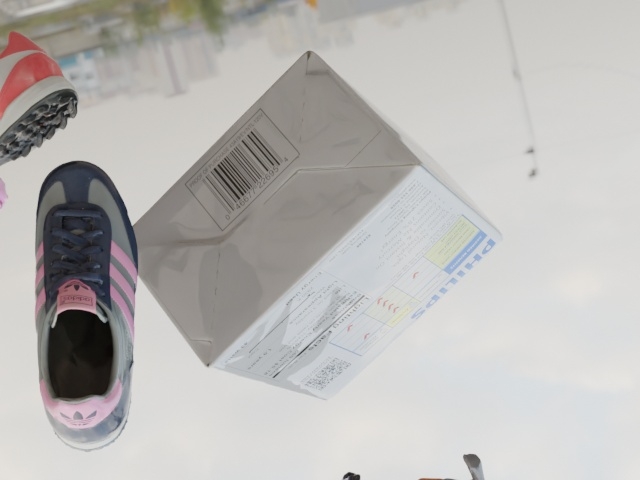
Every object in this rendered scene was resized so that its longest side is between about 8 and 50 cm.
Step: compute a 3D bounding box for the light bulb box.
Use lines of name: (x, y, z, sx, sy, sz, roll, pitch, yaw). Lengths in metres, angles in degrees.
light bulb box: (0.000, 0.000, 1.607, 0.358, 0.225, 0.361, -43, 154, 8)

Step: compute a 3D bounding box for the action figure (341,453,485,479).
action figure: (0.093, 0.486, 1.787, 0.330, 0.178, 0.341, -40, -159, 45)

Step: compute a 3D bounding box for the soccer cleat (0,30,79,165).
soccer cleat: (-0.433, -0.111, 1.430, 0.318, 0.116, 0.108, -37, 165, 2)

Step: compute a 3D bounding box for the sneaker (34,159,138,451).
sneaker: (-0.242, 0.049, 1.270, 0.112, 0.319, 0.131, -7, 161, -8)

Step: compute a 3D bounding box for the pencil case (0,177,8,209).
pencil case: (-0.612, -0.018, 1.625, 0.386, 0.160, 0.167, -34, -162, -16)
